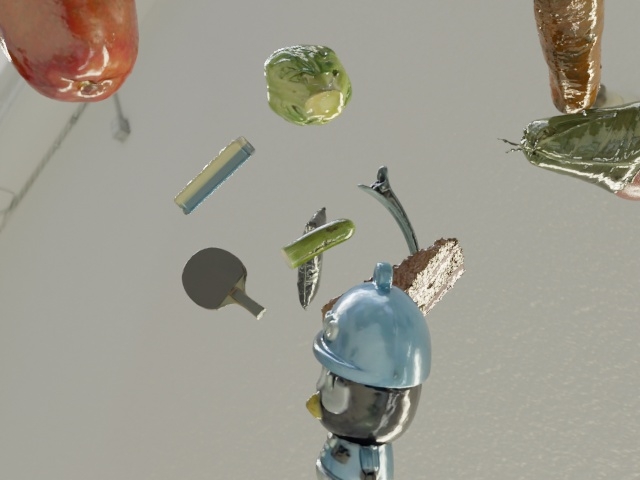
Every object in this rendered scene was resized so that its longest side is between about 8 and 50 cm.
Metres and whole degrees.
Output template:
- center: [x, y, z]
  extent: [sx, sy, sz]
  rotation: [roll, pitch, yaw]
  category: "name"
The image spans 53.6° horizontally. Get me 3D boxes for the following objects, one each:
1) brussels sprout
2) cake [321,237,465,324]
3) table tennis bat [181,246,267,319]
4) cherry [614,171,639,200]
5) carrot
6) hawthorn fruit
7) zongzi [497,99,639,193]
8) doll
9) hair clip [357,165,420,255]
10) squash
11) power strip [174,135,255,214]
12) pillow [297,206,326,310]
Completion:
- center: [-0.027, -0.365, 1.480]
  extent: [0.161, 0.223, 0.223]
  rotation: [107, -26, -53]
  category: "brussels sprout"
- center: [0.123, 0.101, 1.086]
  extent: [0.295, 0.116, 0.113]
  rotation: [-39, -130, -3]
  category: "cake"
- center: [-0.200, 0.096, 1.326]
  extent: [0.220, 0.019, 0.130]
  rotation: [33, -102, 25]
  category: "table tennis bat"
- center: [0.356, -0.103, 0.733]
  extent: [0.087, 0.126, 0.106]
  rotation: [-43, -139, 18]
  category: "cherry"
- center: [0.233, -0.185, 0.587]
  extent: [0.060, 0.186, 0.060]
  rotation: [-13, -128, 17]
  category: "carrot"
- center: [-0.229, -0.191, 0.573]
  extent: [0.132, 0.132, 0.138]
  rotation: [-36, -116, 30]
  category: "hawthorn fruit"
- center: [0.249, -0.115, 0.582]
  extent: [0.130, 0.154, 0.062]
  rotation: [121, -21, -45]
  category: "zongzi"
- center: [0.053, 0.179, 0.771]
  extent: [0.177, 0.141, 0.314]
  rotation: [-137, -124, -75]
  category: "doll"
- center: [0.187, -0.040, 1.490]
  extent: [0.083, 0.275, 0.048]
  rotation: [-40, -161, -21]
  category: "hair clip"
- center: [0.000, 0.000, 0.665]
  extent: [0.083, 0.027, 0.027]
  rotation: [-29, -138, -16]
  category: "squash"
- center: [-0.141, -0.086, 0.838]
  extent: [0.123, 0.032, 0.056]
  rotation: [-42, -170, 12]
  category: "power strip"
- center: [-0.019, 0.040, 1.418]
  extent: [0.055, 0.141, 0.208]
  rotation: [9, -69, 11]
  category: "pillow"
